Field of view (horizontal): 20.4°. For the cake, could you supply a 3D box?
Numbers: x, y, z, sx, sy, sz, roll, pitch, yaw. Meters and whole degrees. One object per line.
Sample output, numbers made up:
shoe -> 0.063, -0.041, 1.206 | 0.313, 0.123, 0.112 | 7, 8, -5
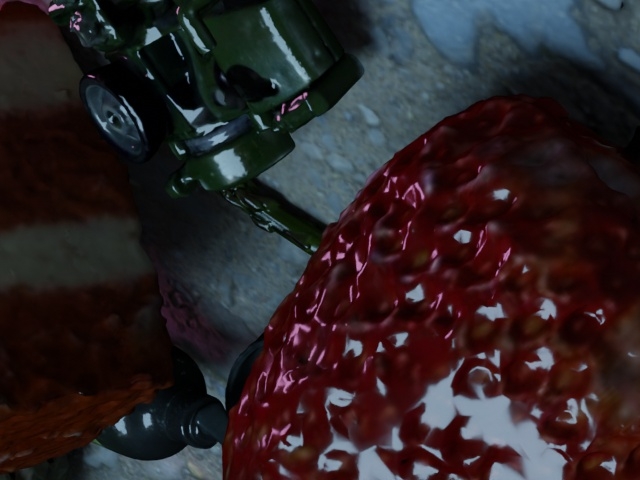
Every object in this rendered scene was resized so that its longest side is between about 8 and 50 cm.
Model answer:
cake -> -0.297, 0.016, 1.311 | 0.270, 0.269, 0.319 | -38, 66, 55

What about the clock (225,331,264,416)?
clock -> 0.073, 0.175, 1.380 | 0.319, 0.066, 0.319 | 25, 142, 22

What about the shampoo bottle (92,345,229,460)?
shampoo bottle -> -0.167, 0.124, 1.481 | 0.284, 0.101, 0.101 | 14, 138, 47

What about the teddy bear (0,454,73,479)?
teddy bear -> -0.419, 0.219, 1.773 | 0.368, 0.224, 0.357 | 35, 131, 12

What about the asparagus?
asparagus -> 0.000, 0.000, 1.292 | 0.236, 0.027, 0.034 | 32, 139, 14

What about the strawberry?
strawberry -> 0.109, 0.079, 1.040 | 0.292, 0.310, 0.291 | 28, 142, 25

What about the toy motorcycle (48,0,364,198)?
toy motorcycle -> -0.065, -0.131, 1.128 | 0.275, 0.127, 0.205 | -11, 117, 52
